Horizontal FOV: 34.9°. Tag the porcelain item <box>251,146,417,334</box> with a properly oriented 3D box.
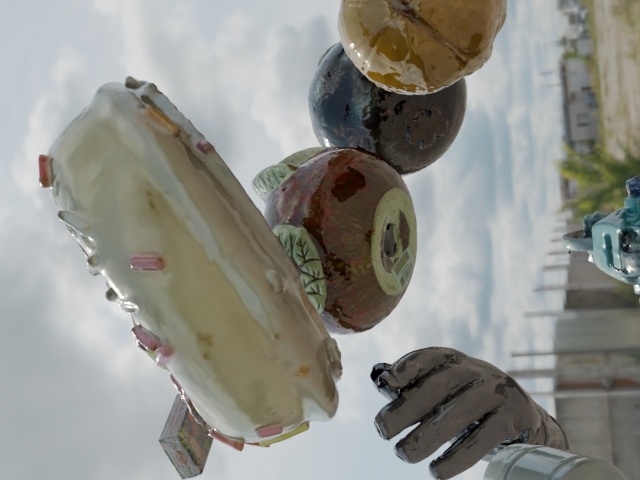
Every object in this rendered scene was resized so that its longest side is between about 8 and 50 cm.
[{"bbox_3d":[0.000,0.000,1.337,0.253,0.253,0.253,-5,-90,-74],"label":"porcelain item"}]

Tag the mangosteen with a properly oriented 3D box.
[{"bbox_3d":[0.108,-0.244,1.748,0.288,0.288,0.288,-5,-90,-74],"label":"mangosteen"}]

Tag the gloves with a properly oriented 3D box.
[{"bbox_3d":[0.146,0.173,0.992,0.285,0.142,0.119,22,-95,-44],"label":"gloves"}]

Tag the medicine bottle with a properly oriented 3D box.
[{"bbox_3d":[0.148,0.161,0.644,0.091,0.058,0.058,168,98,-71],"label":"medicine bottle"}]

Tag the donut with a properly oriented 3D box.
[{"bbox_3d":[-0.126,0.030,0.952,0.382,0.142,0.382,54,170,15],"label":"donut"}]

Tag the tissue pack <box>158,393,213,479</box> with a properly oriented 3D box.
[{"bbox_3d":[-0.261,0.382,2.020,0.108,0.060,0.148,62,-159,-25],"label":"tissue pack"}]

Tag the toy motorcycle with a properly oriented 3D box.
[{"bbox_3d":[0.399,-0.003,1.134,0.260,0.206,0.154,-131,30,-82],"label":"toy motorcycle"}]

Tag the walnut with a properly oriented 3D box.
[{"bbox_3d":[0.116,-0.258,1.138,0.225,0.193,0.193,-41,-55,-61],"label":"walnut"}]
